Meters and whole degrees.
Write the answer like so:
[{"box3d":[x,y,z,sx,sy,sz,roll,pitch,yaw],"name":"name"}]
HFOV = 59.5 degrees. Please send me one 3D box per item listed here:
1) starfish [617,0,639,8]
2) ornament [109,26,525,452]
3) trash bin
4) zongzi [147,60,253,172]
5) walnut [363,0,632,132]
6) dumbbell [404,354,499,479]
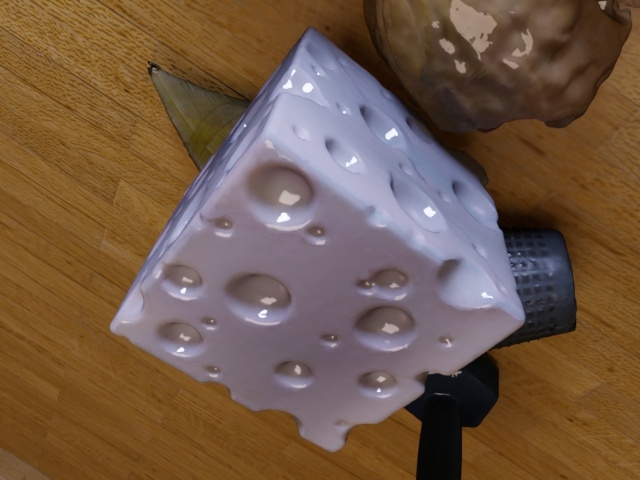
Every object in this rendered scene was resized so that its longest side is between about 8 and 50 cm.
[{"box3d":[0.153,-0.306,0.310,0.398,0.132,0.384,42,120,-10],"name":"starfish"},{"box3d":[0.000,0.000,0.523,0.240,0.239,0.240,34,124,-17],"name":"ornament"},{"box3d":[0.208,0.053,0.657,0.161,0.175,0.175,-9,121,18],"name":"trash bin"},{"box3d":[-0.070,-0.146,0.672,0.228,0.115,0.256,-24,100,28],"name":"zongzi"},{"box3d":[0.138,-0.181,0.489,0.238,0.141,0.204,14,156,18],"name":"walnut"},{"box3d":[0.159,0.283,0.740,0.156,0.316,0.143,-7,126,21],"name":"dumbbell"}]
